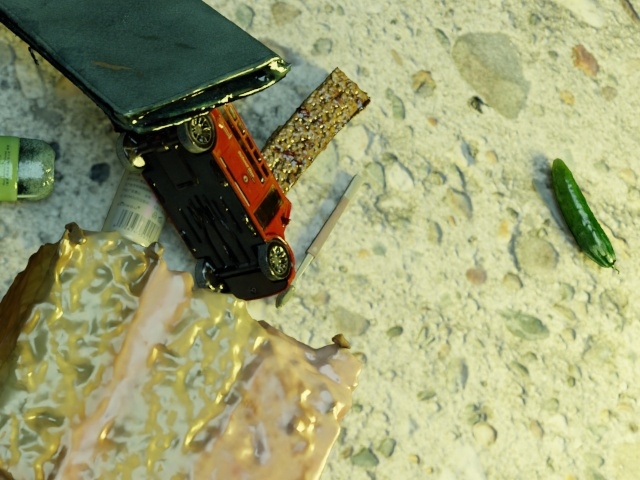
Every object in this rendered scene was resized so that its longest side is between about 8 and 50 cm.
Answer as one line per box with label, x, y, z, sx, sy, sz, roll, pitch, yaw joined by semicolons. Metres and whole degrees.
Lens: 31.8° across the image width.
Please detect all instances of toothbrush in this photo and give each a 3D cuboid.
toothbrush;-0.001;0.000;1.317;0.014;0.017;0.194;36;66;-10

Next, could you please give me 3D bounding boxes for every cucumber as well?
cucumber;0.327;-0.027;1.408;0.039;0.039;0.168;-22;80;-20

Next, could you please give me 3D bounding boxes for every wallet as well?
wallet;-0.216;-0.231;1.192;0.191;0.046;0.379;-27;47;-25

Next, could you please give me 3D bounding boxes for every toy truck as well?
toy truck;-0.111;-0.057;1.220;0.252;0.107;0.114;60;37;-24

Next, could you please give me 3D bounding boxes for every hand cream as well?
hand cream;-0.377;-0.080;1.214;0.175;0.046;0.095;3;77;-14
hand cream;-0.181;-0.086;1.271;0.095;0.059;0.276;27;65;-15

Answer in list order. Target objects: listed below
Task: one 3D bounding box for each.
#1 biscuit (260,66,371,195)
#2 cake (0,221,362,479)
biscuit;-0.019;-0.123;1.334;0.064;0.034;0.199;42;68;-2
cake;-0.184;0.183;1.068;0.307;0.314;0.293;27;72;-17
